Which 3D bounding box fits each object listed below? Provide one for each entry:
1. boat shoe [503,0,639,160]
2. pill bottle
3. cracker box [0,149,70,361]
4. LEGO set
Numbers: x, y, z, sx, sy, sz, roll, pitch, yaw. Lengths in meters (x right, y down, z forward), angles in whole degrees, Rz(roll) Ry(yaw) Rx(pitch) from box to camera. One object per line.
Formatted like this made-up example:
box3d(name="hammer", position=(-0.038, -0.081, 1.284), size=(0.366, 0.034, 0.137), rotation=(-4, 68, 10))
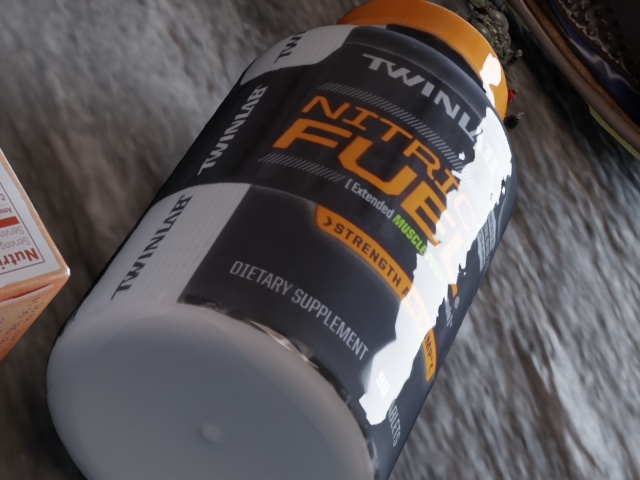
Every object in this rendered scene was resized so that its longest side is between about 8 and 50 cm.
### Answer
box3d(name="boat shoe", position=(0.130, -0.168, 0.979), size=(0.324, 0.116, 0.096), rotation=(55, 30, 5))
box3d(name="pill bottle", position=(0.000, 0.000, 0.751), size=(0.130, 0.130, 0.246), rotation=(37, 43, -7))
box3d(name="cracker box", position=(-0.190, -0.037, 0.622), size=(0.067, 0.156, 0.232), rotation=(-16, 69, -43))
box3d(name="LEGO set", position=(0.087, -0.097, 0.965), size=(0.054, 0.023, 0.083), rotation=(-5, 61, -39))
